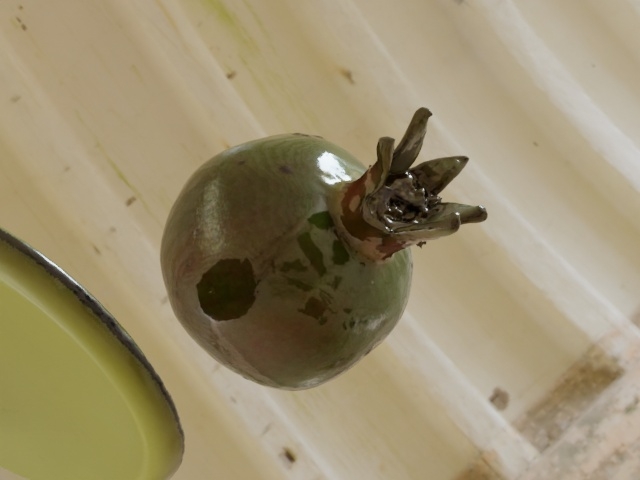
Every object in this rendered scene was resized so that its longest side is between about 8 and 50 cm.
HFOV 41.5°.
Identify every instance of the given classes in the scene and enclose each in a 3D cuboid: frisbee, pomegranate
[{"bbox_3d":[-0.179,0.065,0.447,0.017,0.236,0.236,-60,-5,-41],"label":"frisbee"},{"bbox_3d":[0.000,0.000,0.572,0.224,0.181,0.181,-32,-8,40],"label":"pomegranate"}]
